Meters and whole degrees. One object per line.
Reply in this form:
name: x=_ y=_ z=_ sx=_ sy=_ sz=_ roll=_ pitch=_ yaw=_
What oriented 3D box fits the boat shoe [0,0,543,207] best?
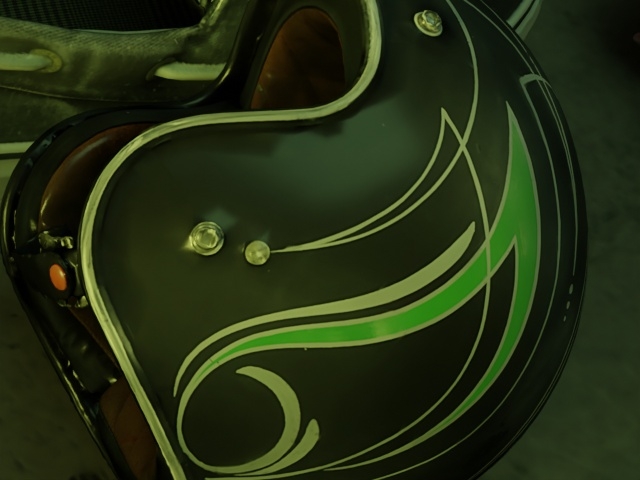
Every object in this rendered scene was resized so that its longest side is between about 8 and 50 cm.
boat shoe: x=-0.046 y=-0.086 z=0.658 sx=0.335 sy=0.119 sz=0.121 roll=-18 pitch=66 yaw=-31

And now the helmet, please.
helmet: x=0.000 y=0.000 z=0.575 sx=0.161 sy=0.169 sz=0.169 roll=-27 pitch=64 yaw=-17

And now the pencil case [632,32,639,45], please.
pencil case: x=0.241 y=-0.106 z=0.708 sx=0.124 sy=0.124 sz=0.284 roll=-16 pitch=16 yaw=-33
